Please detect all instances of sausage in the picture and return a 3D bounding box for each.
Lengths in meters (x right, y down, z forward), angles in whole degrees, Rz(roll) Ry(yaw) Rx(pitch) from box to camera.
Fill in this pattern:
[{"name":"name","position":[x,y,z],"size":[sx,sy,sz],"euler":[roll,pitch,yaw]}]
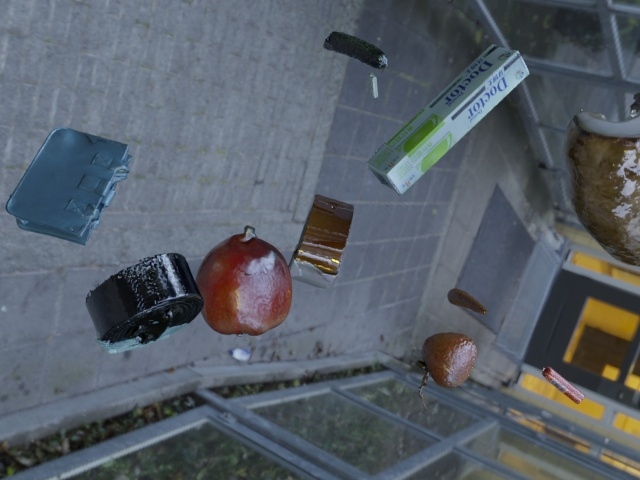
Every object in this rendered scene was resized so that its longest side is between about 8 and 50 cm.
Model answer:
[{"name":"sausage","position":[0.629,0.375,1.814],"size":[0.034,0.129,0.034],"euler":[-52,179,-1]}]

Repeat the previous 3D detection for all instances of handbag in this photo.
[{"name":"handbag","position":[-0.482,-0.108,1.361],"size":[0.062,0.179,0.229],"euler":[101,5,-60]}]

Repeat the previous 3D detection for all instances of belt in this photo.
[{"name":"belt","position":[-0.242,0.093,0.951],"size":[0.151,0.078,0.198],"euler":[-20,164,-25]},{"name":"belt","position":[0.000,0.000,1.784],"size":[0.338,0.122,0.217],"euler":[-78,-174,-73]}]

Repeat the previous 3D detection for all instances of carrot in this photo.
[{"name":"carrot","position":[0.394,0.165,1.845],"size":[0.216,0.048,0.048],"euler":[-153,-98,-75]}]

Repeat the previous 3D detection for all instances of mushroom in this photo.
[{"name":"mushroom","position":[0.660,-0.086,1.471],"size":[0.313,0.224,0.397],"euler":[-19,125,-26]}]

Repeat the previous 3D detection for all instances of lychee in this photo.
[{"name":"lychee","position":[0.236,0.237,1.324],"size":[0.140,0.114,0.101],"euler":[-37,-178,-15]}]

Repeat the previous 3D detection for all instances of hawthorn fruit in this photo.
[{"name":"hawthorn fruit","position":[-0.127,0.066,1.162],"size":[0.169,0.169,0.188],"euler":[-5,103,-60]}]

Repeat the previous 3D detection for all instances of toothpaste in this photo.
[{"name":"toothpaste","position":[0.237,-0.229,1.298],"size":[0.336,0.081,0.067],"euler":[-44,126,-3]}]

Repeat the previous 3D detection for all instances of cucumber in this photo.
[{"name":"cucumber","position":[0.103,-0.540,1.953],"size":[0.067,0.245,0.067],"euler":[-25,129,-34]}]

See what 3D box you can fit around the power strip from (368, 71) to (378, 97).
[{"name":"power strip","position":[0.181,-0.531,2.373],"size":[0.016,0.040,0.090],"euler":[-18,136,-7]}]
